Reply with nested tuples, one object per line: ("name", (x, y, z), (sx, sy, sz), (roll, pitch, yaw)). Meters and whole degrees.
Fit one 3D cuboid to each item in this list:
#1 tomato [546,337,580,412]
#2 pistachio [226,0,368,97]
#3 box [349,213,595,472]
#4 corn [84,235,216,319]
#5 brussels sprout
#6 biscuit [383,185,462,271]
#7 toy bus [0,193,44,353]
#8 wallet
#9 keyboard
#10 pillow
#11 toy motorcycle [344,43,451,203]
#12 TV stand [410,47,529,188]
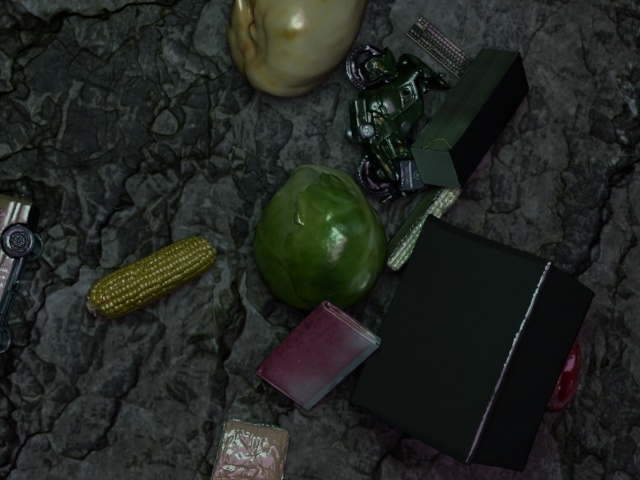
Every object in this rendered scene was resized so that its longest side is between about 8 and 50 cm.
("tomato", (0.383, 0.210, 1.929), (0.189, 0.099, 0.173), (39, 62, -46))
("pistachio", (-0.032, -0.389, 1.805), (0.238, 0.229, 0.321), (34, 74, -46))
("box", (0.251, 0.174, 1.783), (0.204, 0.251, 0.345), (26, 87, -52))
("corn", (-0.283, 0.063, 1.818), (0.238, 0.080, 0.080), (-26, 93, -8))
("brussels sprout", (0.000, 0.000, 1.802), (0.244, 0.244, 0.244), (0, 89, -10))
("biscuit", (0.170, -0.028, 1.878), (0.040, 0.121, 0.199), (40, 82, -8))
("toy bus", (-0.553, 0.062, 1.740), (0.157, 0.139, 0.289), (18, 85, -6))
("wallet", (-0.008, 0.195, 1.810), (0.119, 0.232, 0.025), (36, 42, -8))
("keyboard", (0.215, -0.348, 1.947), (0.129, 0.015, 0.049), (39, 82, -7))
("pillow", (-0.128, 0.424, 1.846), (0.126, 0.043, 0.232), (12, 80, -6))
("toy motorcycle", (0.139, -0.205, 1.879), (0.187, 0.125, 0.274), (-5, 95, -16))
("TV stand", (0.260, -0.210, 1.855), (0.269, 0.083, 0.088), (-53, 138, -29))
